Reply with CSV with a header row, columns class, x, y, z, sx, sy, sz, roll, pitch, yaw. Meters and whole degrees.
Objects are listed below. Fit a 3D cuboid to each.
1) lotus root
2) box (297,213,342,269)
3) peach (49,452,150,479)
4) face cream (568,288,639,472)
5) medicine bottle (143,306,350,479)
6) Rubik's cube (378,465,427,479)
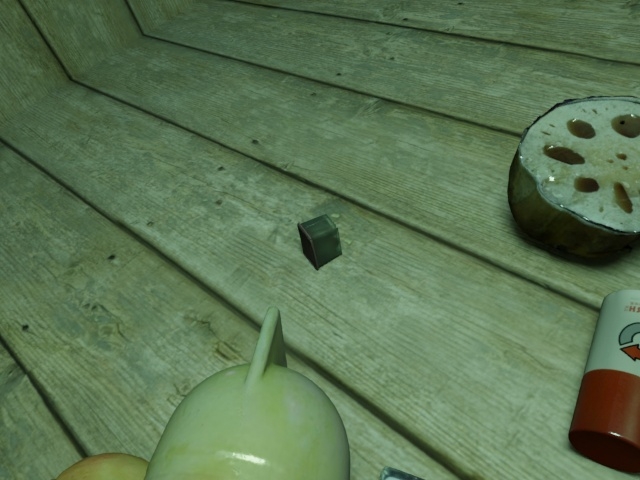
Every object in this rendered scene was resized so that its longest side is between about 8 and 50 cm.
class,x,y,z,sx,sy,sz,roll,pitch,yaw
lotus root,0.441,-0.081,0.827,0.272,0.192,0.272,-2,54,3
box,0.000,0.000,0.967,0.063,0.084,0.060,-25,44,-13
peach,-0.281,0.363,0.659,0.184,0.184,0.184,-9,46,10
face cream,0.393,0.174,0.661,0.096,0.096,0.214,15,55,29
medicine bottle,-0.087,0.298,0.592,0.236,0.235,0.406,-3,42,16
Rubik's cube,0.135,0.374,0.483,0.207,0.205,0.205,11,53,25
